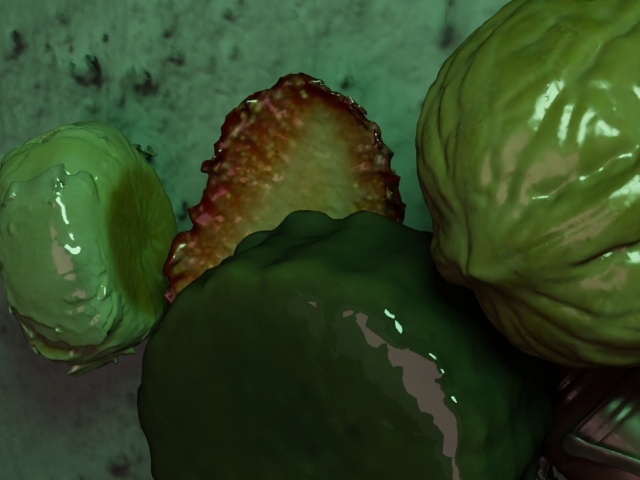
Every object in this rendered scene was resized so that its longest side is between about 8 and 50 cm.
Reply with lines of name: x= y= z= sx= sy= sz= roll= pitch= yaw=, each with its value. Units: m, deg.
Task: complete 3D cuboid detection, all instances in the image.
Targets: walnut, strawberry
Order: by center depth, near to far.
walnut: x=0.144 y=-0.036 z=0.819 sx=0.213 sy=0.213 sz=0.213 roll=13 pitch=117 yaw=26
strawberry: x=0.001 y=0.000 z=1.007 sx=0.167 sy=0.087 sz=0.208 roll=30 pitch=115 yaw=5

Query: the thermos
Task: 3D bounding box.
thermos: x=0.193 y=0.133 z=0.933 sx=0.232 sy=0.099 sz=0.124 roll=44 pitch=128 yaw=6

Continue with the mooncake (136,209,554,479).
mooncake: x=0.015 y=0.096 z=0.911 sx=0.228 sy=0.124 sz=0.228 roll=14 pitch=117 yaw=29

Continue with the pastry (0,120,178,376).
pastry: x=-0.151 y=0.003 z=1.053 sx=0.088 sy=0.166 sz=0.165 roll=-11 pitch=106 yaw=19
